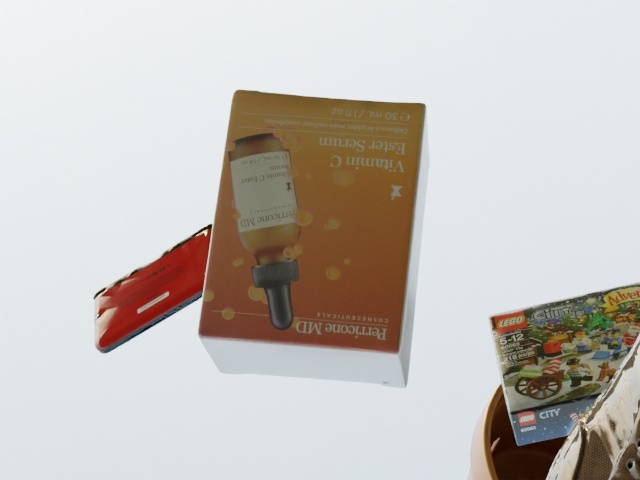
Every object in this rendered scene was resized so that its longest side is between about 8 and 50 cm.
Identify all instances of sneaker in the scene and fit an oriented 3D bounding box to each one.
[{"bbox_3d":[0.145,0.078,0.595,0.066,0.071,0.188,25,-107,4],"label":"sneaker"}]

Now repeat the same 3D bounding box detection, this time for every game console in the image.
[{"bbox_3d":[-0.136,0.056,1.354,0.085,0.144,0.124,49,-163,-35],"label":"game console"}]

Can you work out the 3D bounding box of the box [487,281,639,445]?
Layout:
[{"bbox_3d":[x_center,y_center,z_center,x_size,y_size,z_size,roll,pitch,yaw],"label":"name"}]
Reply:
[{"bbox_3d":[0.286,0.107,1.354,0.233,0.044,0.159,-13,-149,6],"label":"box"}]

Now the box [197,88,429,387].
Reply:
[{"bbox_3d":[0.000,0.000,0.924,0.130,0.091,0.171,4,-109,7],"label":"box"}]

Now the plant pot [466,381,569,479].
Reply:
[{"bbox_3d":[0.307,0.313,1.793,0.290,0.203,0.291,8,-123,-12],"label":"plant pot"}]
